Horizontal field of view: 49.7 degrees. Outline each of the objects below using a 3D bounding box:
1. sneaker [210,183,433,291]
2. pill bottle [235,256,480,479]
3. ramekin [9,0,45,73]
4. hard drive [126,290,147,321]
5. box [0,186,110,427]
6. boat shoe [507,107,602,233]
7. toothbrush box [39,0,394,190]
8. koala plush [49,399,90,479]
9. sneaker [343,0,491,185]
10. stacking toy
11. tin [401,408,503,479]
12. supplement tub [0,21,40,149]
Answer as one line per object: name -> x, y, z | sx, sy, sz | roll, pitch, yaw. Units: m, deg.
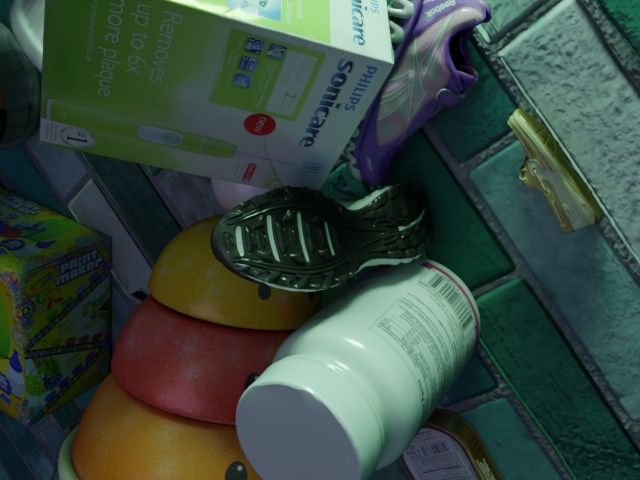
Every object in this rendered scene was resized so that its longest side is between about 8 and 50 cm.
sneaker -> 0.000, 0.000, 0.714 | 0.108, 0.271, 0.100 | -14, 84, 46
pill bottle -> 0.048, 0.136, 0.722 | 0.160, 0.283, 0.161 | 13, 116, 28
ramekin -> -0.235, -0.249, 0.801 | 0.109, 0.207, 0.207 | -41, 85, 27
hard drive -> -0.246, 0.149, 1.080 | 0.135, 0.022, 0.094 | 28, 122, 21
box -> -0.510, 0.093, 1.131 | 0.289, 0.177, 0.279 | 21, 119, 24
boat shoe -> 0.219, -0.065, 0.675 | 0.045, 0.050, 0.135 | -35, 89, 32
toothbrush box -> -0.103, -0.168, 0.649 | 0.283, 0.122, 0.206 | 10, 145, -19
koala plush -> -0.294, 0.361, 1.110 | 0.221, 0.203, 0.196 | -6, 107, 22
sneaker -> 0.099, -0.153, 0.695 | 0.104, 0.095, 0.237 | 25, 120, 13
stacking toy -> -0.112, 0.091, 0.834 | 0.350, 0.350, 0.480 | 15, 102, 27
tin -> 0.170, 0.302, 0.871 | 0.106, 0.040, 0.190 | -28, 93, 42
supplement tub -> -0.588, -0.196, 0.958 | 0.207, 0.338, 0.207 | 13, 117, 28
